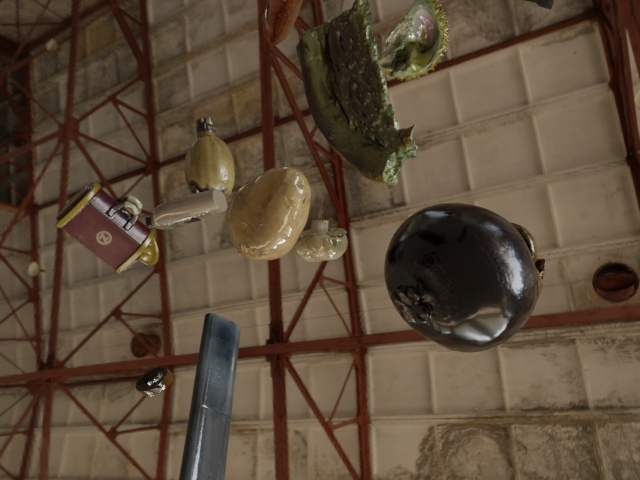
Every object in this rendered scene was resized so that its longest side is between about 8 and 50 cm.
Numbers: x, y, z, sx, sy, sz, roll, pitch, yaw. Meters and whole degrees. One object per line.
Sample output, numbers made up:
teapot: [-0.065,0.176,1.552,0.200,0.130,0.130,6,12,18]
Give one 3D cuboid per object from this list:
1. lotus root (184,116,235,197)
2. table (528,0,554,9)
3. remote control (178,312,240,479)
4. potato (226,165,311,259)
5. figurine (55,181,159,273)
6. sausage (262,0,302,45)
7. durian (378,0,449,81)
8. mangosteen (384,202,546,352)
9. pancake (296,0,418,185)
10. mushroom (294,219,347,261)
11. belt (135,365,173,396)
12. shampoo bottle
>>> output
lotus root: [-0.394,-0.282,1.769,0.183,0.183,0.309,-15,-102,26]
table: [0.345,-0.566,0.829,0.272,0.335,0.222,30,-41,23]
remote control: [-0.224,0.337,1.042,0.044,0.107,0.377,-27,-134,31]
potato: [-0.102,-0.042,0.970,0.235,0.128,0.161,-22,-80,41]
figurine: [-0.306,-0.023,0.772,0.098,0.154,0.082,-39,-153,15]
sausage: [-0.092,-0.579,1.245,0.084,0.300,0.089,-21,-90,-14]
durian: [0.280,-0.593,1.521,0.306,0.167,0.172,-38,-124,50]
mangosteen: [0.376,0.072,1.262,0.382,0.435,0.381,40,-37,39]
pancake: [0.064,-0.308,1.097,0.305,0.067,0.426,-27,-99,64]
mushroom: [0.000,0.000,1.406,0.154,0.154,0.122,-5,-83,28]
belt: [-0.393,0.337,1.193,0.083,0.036,0.059,-29,-136,-4]
shampoo bottle: [-0.413,-0.087,1.511,0.257,0.127,0.078,-14,-108,17]
